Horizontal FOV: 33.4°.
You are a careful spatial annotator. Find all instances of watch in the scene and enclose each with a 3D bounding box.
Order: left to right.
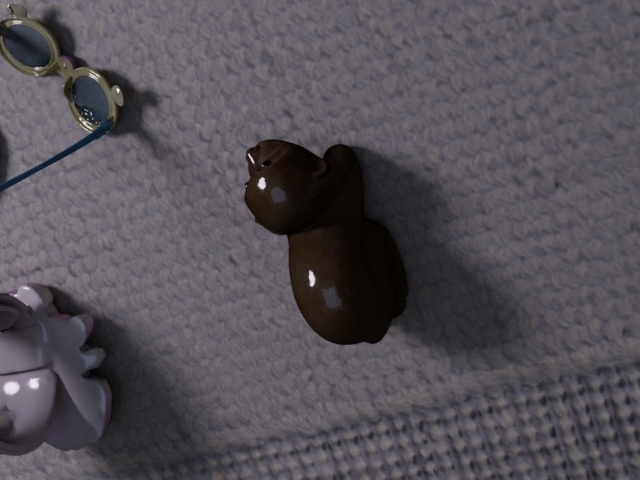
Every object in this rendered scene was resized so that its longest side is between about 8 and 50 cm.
[{"bbox_3d":[-0.395,0.185,1.344,0.196,0.231,0.244,-13,100,19],"label":"watch"}]

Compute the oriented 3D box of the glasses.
[{"bbox_3d":[-0.368,-0.145,1.256,0.190,0.220,0.088,40,154,1],"label":"glasses"}]

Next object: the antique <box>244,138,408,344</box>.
[{"bbox_3d":[0.000,0.000,1.200,0.121,0.143,0.256,-21,98,25],"label":"antique"}]
